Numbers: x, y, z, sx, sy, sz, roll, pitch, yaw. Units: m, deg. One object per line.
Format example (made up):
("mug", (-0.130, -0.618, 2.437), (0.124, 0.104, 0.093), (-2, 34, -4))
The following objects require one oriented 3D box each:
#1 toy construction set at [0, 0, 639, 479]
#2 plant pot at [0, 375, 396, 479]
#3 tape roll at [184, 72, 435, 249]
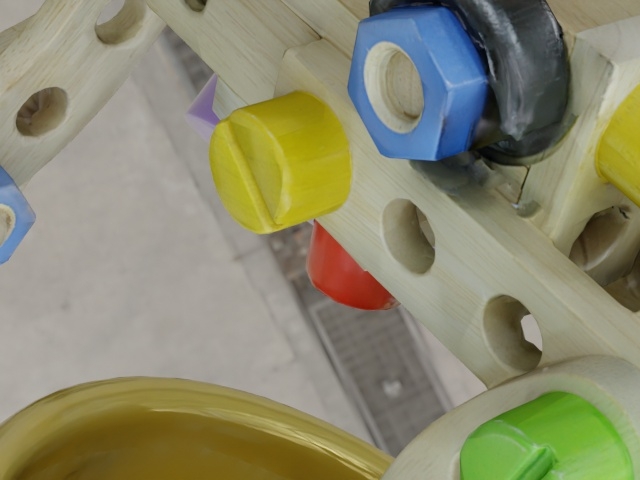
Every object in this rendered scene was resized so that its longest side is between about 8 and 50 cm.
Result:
("toy construction set", (0.000, 0.000, 0.444), (0.151, 0.328, 0.215), (-35, 150, -43))
("plant pot", (-0.051, 0.212, 0.555), (0.254, 0.254, 0.239), (9, 126, -42))
("tape roll", (0.009, -0.057, 1.180), (0.080, 0.189, 0.189), (-54, 146, -6))
